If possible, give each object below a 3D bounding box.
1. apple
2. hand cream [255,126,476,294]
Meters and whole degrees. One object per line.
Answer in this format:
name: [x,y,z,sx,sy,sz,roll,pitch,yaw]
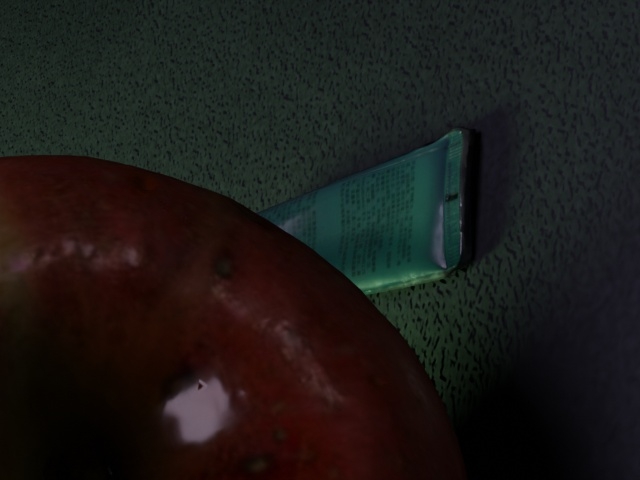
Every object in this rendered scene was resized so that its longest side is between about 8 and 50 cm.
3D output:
apple: [-0.122,0.151,0.752,0.364,0.364,0.364,-30,50,44]
hand cream: [0.000,0.000,0.940,0.224,0.048,0.083,-16,61,43]
